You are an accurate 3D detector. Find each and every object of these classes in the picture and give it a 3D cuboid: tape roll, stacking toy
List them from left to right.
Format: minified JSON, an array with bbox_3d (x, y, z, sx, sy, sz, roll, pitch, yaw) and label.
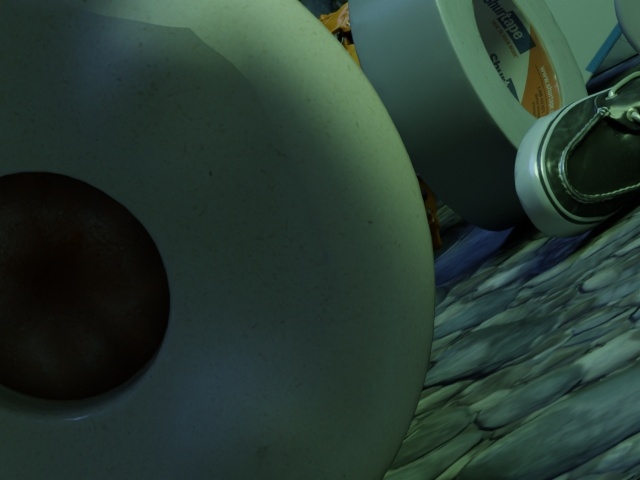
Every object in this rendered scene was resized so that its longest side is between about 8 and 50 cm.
[{"bbox_3d":[-0.100,-0.029,1.076,0.350,0.351,0.480,-30,10,14],"label":"stacking toy"},{"bbox_3d":[0.113,-0.119,1.400,0.072,0.219,0.219,-28,8,28],"label":"tape roll"}]

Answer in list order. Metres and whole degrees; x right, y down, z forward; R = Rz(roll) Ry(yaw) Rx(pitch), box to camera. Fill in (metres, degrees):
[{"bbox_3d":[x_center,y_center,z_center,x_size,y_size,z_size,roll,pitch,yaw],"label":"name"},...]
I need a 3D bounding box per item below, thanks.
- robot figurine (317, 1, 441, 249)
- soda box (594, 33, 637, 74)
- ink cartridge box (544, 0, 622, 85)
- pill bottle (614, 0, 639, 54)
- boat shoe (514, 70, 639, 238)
[{"bbox_3d":[0.018,-0.086,1.623,0.211,0.085,0.291,-28,37,22],"label":"robot figurine"},{"bbox_3d":[0.293,-0.215,1.918,0.216,0.069,0.074,-27,9,39],"label":"soda box"},{"bbox_3d":[0.121,-0.160,1.845,0.307,0.129,0.223,-21,27,53],"label":"ink cartridge box"},{"bbox_3d":[0.321,-0.220,1.602,0.124,0.124,0.221,-28,9,27],"label":"pill bottle"},{"bbox_3d":[0.204,-0.072,1.270,0.070,0.078,0.219,-26,7,45],"label":"boat shoe"}]
